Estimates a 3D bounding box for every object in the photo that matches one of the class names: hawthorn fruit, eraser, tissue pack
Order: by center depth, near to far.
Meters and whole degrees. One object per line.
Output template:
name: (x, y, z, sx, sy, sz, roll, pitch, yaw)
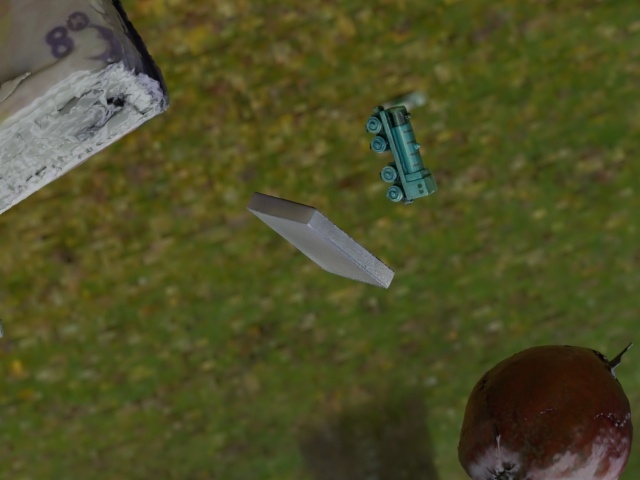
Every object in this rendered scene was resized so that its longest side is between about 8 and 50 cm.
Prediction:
tissue pack: (-0.298, -0.194, 1.588, 0.242, 0.344, 0.125, -32, 157, 9)
hawthorn fruit: (0.257, 0.190, 2.030, 0.235, 0.181, 0.181, -40, 175, -28)
eraser: (0.000, 0.000, 2.068, 0.104, 0.023, 0.150, 15, 162, 46)

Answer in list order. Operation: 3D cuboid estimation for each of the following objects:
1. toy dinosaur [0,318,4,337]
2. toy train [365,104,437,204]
toy dinosaur: (-0.529, 0.038, 2.572, 0.162, 0.294, 0.077, -14, -159, 2)
toy train: (0.070, -0.077, 1.698, 0.045, 0.092, 0.029, -13, -173, 33)
